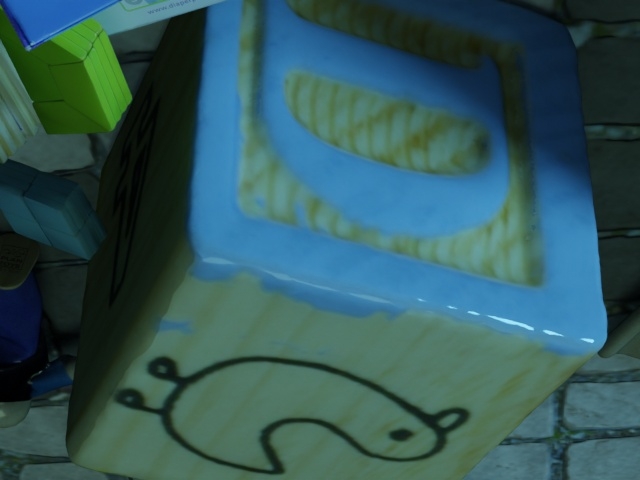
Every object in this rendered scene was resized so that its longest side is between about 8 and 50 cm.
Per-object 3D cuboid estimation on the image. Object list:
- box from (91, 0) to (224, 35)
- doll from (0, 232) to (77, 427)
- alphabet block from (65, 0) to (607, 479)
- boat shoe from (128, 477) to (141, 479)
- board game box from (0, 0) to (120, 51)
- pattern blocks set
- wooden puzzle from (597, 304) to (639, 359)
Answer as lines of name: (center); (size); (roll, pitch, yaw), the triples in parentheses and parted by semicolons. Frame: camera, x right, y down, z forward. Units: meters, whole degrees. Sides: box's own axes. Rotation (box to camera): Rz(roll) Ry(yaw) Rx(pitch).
box: (-0.082, -0.186, 0.502); (0.103, 0.114, 0.203); (-13, 142, 18)
doll: (-0.203, 0.066, 0.912); (0.129, 0.046, 0.189); (6, 143, -5)
alphabet block: (0.000, 0.000, 0.691); (0.192, 0.193, 0.197); (15, 142, -15)
boat shoe: (-0.020, 0.170, 1.012); (0.305, 0.091, 0.109); (30, 93, -40)
board game box: (0.020, -0.227, 0.354); (0.347, 0.078, 0.233); (-28, 138, -2)
pattern blocks set: (-0.202, -0.109, 0.591); (0.285, 0.026, 0.325); (24, 155, 13)
wooden puzzle: (0.320, 0.045, 0.867); (0.238, 0.044, 0.221); (14, 142, -18)
